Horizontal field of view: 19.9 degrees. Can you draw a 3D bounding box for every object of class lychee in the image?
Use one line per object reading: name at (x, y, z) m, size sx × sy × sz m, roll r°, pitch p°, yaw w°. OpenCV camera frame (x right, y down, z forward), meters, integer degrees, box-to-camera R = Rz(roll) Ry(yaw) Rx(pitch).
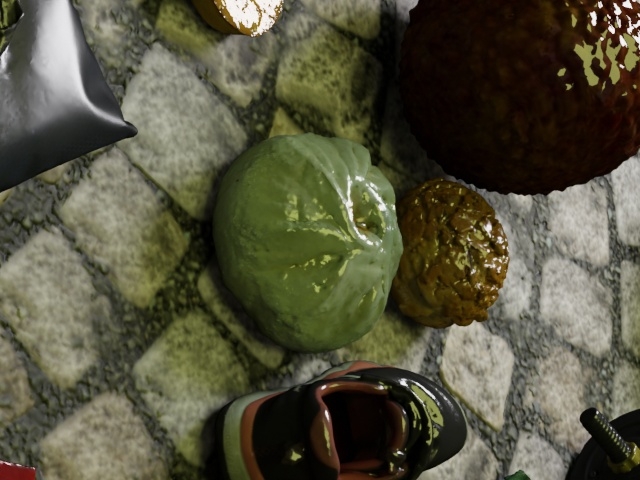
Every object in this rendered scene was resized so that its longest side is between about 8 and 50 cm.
lychee at (0.203, -0.167, 1.761) m, size 0.260 × 0.260 × 0.260 m, roll 16°, pitch 68°, yaw -44°

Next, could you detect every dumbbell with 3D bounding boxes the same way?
dumbbell at (0.359, 0.278, 1.888) m, size 0.325 × 0.143 × 0.143 m, roll 48°, pitch 48°, yaw -28°

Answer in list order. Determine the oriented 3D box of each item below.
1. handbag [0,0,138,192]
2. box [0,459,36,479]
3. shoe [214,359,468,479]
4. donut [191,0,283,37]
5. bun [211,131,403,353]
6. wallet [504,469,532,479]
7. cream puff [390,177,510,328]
handbag at (-0.262, -0.135, 1.367) m, size 0.254 × 0.089 × 0.211 m, roll -31°, pitch 105°, yaw -43°
box at (-0.340, 0.214, 1.183) m, size 0.313 × 0.089 × 0.197 m, roll 22°, pitch 65°, yaw -42°
shoe at (0.044, 0.159, 1.580) m, size 0.291 × 0.137 × 0.114 m, roll -5°, pitch 83°, yaw -49°
donut at (-0.082, -0.230, 1.622) m, size 0.097 × 0.043 × 0.108 m, roll -42°, pitch 112°, yaw -45°
bun at (0.000, 0.000, 1.594) m, size 0.195 × 0.118 × 0.195 m, roll 13°, pitch 72°, yaw -48°
wallet at (0.225, 0.339, 1.740) m, size 0.236 × 0.055 × 0.160 m, roll 53°, pitch 38°, yaw 7°
cream puff at (0.122, 0.010, 1.733) m, size 0.126 × 0.103 × 0.144 m, roll 15°, pitch 63°, yaw -44°
